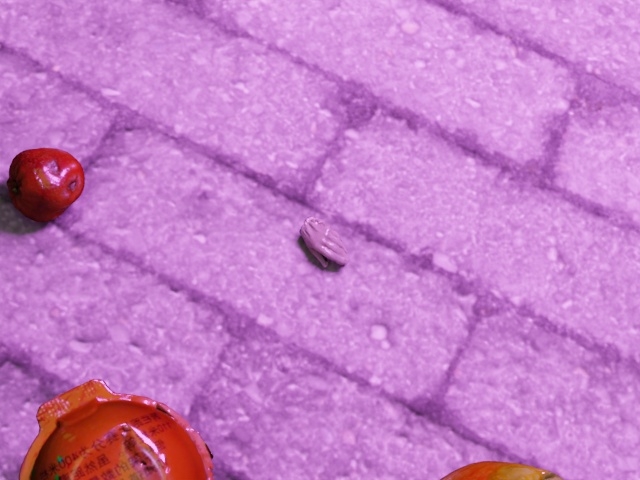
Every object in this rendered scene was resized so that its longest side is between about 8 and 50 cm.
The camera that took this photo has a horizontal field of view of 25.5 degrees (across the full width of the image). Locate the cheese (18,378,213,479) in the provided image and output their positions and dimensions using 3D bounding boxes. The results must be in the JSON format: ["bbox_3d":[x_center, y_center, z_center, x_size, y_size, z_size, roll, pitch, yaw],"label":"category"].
[{"bbox_3d":[-0.190,0.302,1.475,0.217,0.129,0.329,-28,85,-19],"label":"cheese"}]

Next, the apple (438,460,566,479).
[{"bbox_3d":[0.191,0.339,1.433,0.246,0.246,0.226,33,61,8],"label":"apple"}]

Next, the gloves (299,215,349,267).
[{"bbox_3d":[0.000,0.001,1.666,0.081,0.037,0.044,34,104,3],"label":"gloves"}]

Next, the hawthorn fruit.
[{"bbox_3d":[-0.315,-0.067,1.640,0.093,0.093,0.093,2,68,-5],"label":"hawthorn fruit"}]
